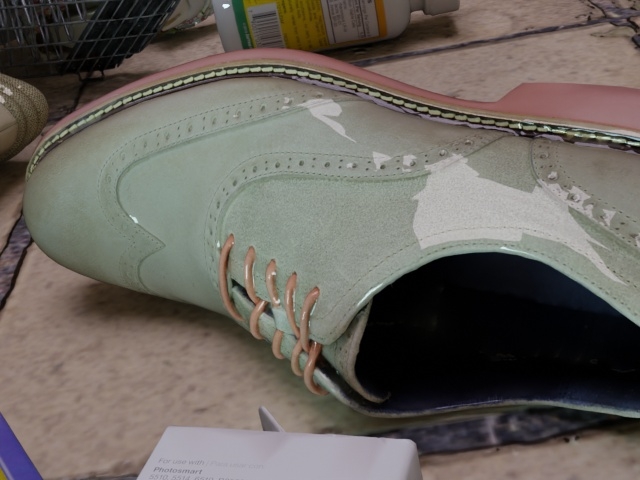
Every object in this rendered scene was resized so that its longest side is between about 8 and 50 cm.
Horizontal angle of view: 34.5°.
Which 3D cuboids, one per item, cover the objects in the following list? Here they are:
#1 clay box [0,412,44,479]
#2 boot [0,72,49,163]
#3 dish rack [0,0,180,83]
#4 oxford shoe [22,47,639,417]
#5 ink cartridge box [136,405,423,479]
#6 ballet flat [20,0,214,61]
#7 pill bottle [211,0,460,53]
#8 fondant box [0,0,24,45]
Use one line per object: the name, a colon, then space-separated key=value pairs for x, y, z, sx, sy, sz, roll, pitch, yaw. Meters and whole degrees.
clay box: x=-0.211 y=0.131 z=0.373 sx=0.222 sy=0.053 sz=0.127 roll=-12 pitch=25 yaw=-31
boot: x=-0.354 y=-0.059 z=0.766 sx=0.262 sy=0.095 sz=0.203 roll=-6 pitch=26 yaw=20
dish rack: x=-0.254 y=-0.190 z=0.845 sx=0.272 sy=0.074 sz=0.208 roll=-12 pitch=-10 yaw=-32
oxford shoe: x=0.000 y=0.000 z=0.494 sx=0.397 sy=0.140 sz=0.146 roll=1 pitch=39 yaw=26
ink cartridge box: x=-0.017 y=0.126 z=0.316 sx=0.090 sy=0.092 sz=0.143 roll=0 pitch=32 yaw=19
ballet flat: x=-0.184 y=-0.228 z=1.023 sx=0.241 sy=0.091 sz=0.077 roll=-18 pitch=36 yaw=7
pill bottle: x=0.013 y=-0.228 z=0.906 sx=0.209 sy=0.117 sz=0.117 roll=-9 pitch=29 yaw=4
fondant box: x=-0.361 y=-0.258 z=0.937 sx=0.238 sy=0.096 sz=0.330 roll=-32 pitch=0 yaw=-29
